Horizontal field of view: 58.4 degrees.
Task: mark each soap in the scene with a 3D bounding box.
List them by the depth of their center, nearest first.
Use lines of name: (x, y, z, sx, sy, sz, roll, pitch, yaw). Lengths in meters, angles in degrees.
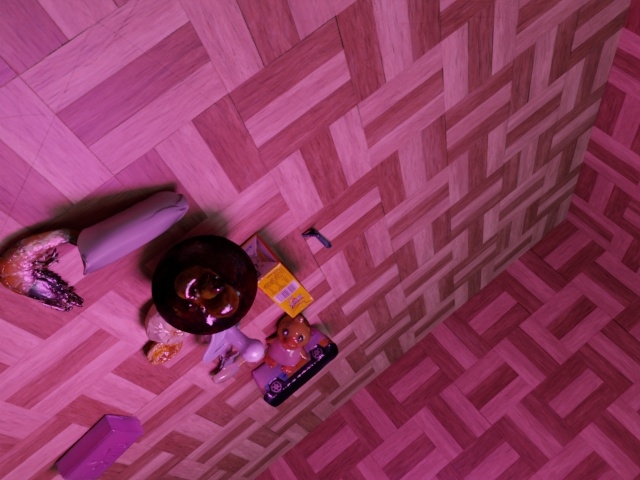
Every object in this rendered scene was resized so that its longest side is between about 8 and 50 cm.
soap: (-0.789, 0.747, 2.067, 0.259, 0.081, 0.181, -43, 150, 1)

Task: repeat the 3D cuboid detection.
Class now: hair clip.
hair clip: (-0.361, 0.493, 2.268, 0.159, 0.071, 0.218, -23, 149, -35)

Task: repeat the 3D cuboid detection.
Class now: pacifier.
pacifier: (-0.287, 0.334, 1.991, 0.238, 0.226, 0.287, -31, 155, -57)

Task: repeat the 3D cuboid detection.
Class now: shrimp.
shrimp: (-0.632, 0.070, 1.397, 0.222, 0.054, 0.290, -38, 146, -9)

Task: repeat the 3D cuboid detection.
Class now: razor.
razor: (0.000, -0.006, 2.075, 0.066, 0.033, 0.190, -3, 164, 23)

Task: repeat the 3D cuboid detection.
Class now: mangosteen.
mangosteen: (-0.318, 0.135, 1.616, 0.297, 0.293, 0.297, -21, 132, -26)

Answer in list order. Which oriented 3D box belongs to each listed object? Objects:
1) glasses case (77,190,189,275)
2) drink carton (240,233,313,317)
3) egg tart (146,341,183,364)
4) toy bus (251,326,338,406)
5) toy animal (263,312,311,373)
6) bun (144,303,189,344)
glasses case: (-0.474, -0.025, 1.418, 0.308, 0.083, 0.128, -36, 171, -40)
drink carton: (-0.152, 0.126, 1.939, 0.111, 0.154, 0.351, -40, 150, -2)
egg tart: (-0.521, 0.358, 1.907, 0.130, 0.052, 0.130, -28, 147, -20)
toy bus: (-0.112, 0.540, 2.516, 0.386, 0.162, 0.171, -39, 153, -6)
toy animal: (-0.119, 0.406, 2.347, 0.169, 0.195, 0.281, -70, -178, -47)
bun: (-0.464, 0.256, 1.784, 0.164, 0.111, 0.188, -25, 150, -22)
